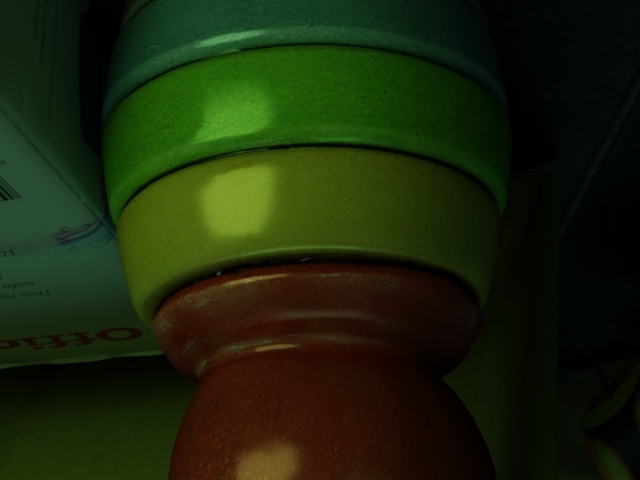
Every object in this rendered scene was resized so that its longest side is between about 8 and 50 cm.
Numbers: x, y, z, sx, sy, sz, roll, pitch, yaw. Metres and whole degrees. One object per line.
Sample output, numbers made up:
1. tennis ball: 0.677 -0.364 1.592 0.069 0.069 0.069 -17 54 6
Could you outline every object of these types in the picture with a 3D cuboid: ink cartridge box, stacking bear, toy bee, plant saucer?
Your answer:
1. ink cartridge box: -0.190 -0.050 0.759 0.226 0.131 0.306 -5 159 10
2. stacking bear: 0.000 0.000 0.692 0.175 0.289 0.164 -19 153 36
3. toy bee: 0.202 0.122 1.054 0.298 0.162 0.195 11 125 -9
4. plant saucer: -0.047 0.085 0.892 0.333 0.333 0.081 -7 114 11

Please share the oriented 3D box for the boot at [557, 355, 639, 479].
1. boot: 0.284 0.159 1.365 0.295 0.104 0.211 -7 155 -1
